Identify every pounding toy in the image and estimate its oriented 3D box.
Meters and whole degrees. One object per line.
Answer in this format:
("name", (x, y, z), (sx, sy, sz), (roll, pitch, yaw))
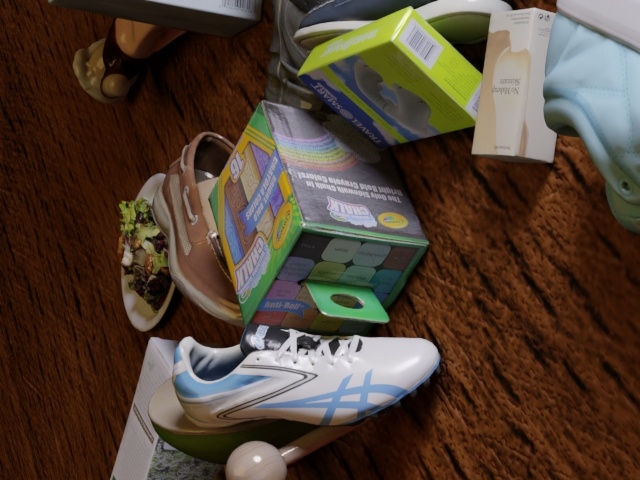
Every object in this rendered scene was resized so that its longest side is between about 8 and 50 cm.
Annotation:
("pounding toy", (-0.048, 0.188, 1.284), (0.237, 0.183, 0.110), (19, 126, 58))

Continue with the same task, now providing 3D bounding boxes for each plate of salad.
("plate of salad", (-0.221, 0.013, 1.734), (0.200, 0.048, 0.200), (-25, 61, 57))

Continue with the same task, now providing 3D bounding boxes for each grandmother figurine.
("grandmother figurine", (-0.233, -0.266, 1.786), (0.342, 0.104, 0.208), (-34, 27, 58))

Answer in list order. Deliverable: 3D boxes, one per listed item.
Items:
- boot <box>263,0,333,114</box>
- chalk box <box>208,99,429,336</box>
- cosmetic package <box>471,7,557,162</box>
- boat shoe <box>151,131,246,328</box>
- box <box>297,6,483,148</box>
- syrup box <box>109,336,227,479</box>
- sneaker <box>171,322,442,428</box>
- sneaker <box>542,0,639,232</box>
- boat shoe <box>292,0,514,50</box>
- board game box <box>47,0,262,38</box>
("boot", (-0.037, -0.214, 1.426), (0.246, 0.083, 0.161), (-124, 44, -53))
("chalk box", (0.000, 0.000, 1.242), (0.132, 0.132, 0.213), (-58, 35, 37))
("cosmetic package", (0.156, -0.119, 1.078), (0.060, 0.041, 0.115), (6, 89, 61))
("boat shoe", (-0.094, -0.016, 1.437), (0.324, 0.123, 0.116), (51, 125, 52))
("box", (0.058, -0.134, 1.193), (0.042, 0.109, 0.178), (-58, 22, -21))
("syrup box", (-0.162, 0.234, 1.520), (0.096, 0.093, 0.237), (46, 124, 55))
("sneaker", (-0.017, 0.109, 1.177), (0.085, 0.237, 0.086), (-68, -34, -60))
("sneaker", (0.246, -0.057, 0.828), (0.366, 0.135, 0.150), (-123, 40, -62))
("boat shoe", (0.068, -0.208, 1.204), (0.254, 0.095, 0.079), (-5, 74, 56))
("board game box", (-0.177, -0.403, 1.577), (0.097, 0.224, 0.303), (-11, 73, 63))
